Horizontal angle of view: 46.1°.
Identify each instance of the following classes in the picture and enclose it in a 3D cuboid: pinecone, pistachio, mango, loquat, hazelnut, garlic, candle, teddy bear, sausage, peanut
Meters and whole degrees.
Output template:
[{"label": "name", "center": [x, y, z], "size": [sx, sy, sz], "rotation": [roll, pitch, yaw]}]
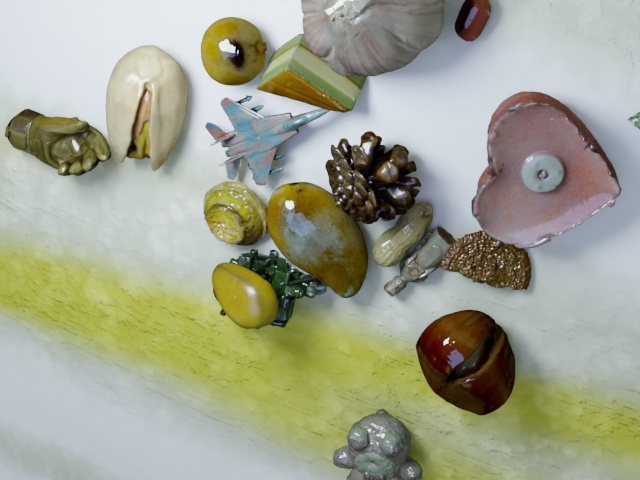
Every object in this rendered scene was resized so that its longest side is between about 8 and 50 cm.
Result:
[{"label": "pinecone", "center": [0.112, -0.136, 1.636], "size": [0.201, 0.229, 0.203], "rotation": [-5, 98, -23]}, {"label": "pistachio", "center": [-0.421, -0.319, 1.805], "size": [0.187, 0.187, 0.299], "rotation": [26, 123, 11]}, {"label": "mango", "center": [0.000, 0.000, 1.764], "size": [0.192, 0.146, 0.316], "rotation": [-32, 101, 26]}, {"label": "loquat", "center": [-0.198, -0.423, 1.688], "size": [0.163, 0.137, 0.163], "rotation": [11, 131, 12]}, {"label": "hazelnut", "center": [0.340, 0.272, 1.712], "size": [0.217, 0.217, 0.251], "rotation": [-32, 105, 28]}, {"label": "garlic", "center": [0.099, -0.466, 1.486], "size": [0.317, 0.259, 0.318], "rotation": [6, 107, 21]}, {"label": "mango", "center": [-0.181, 0.126, 1.783], "size": [0.195, 0.098, 0.137], "rotation": [49, 124, 20]}, {"label": "candle", "center": [0.464, -0.146, 1.541], "size": [0.287, 0.131, 0.317], "rotation": [7, 122, 12]}, {"label": "teddy bear", "center": [0.147, 0.570, 1.917], "size": [0.235, 0.151, 0.267], "rotation": [10, 109, 20]}, {"label": "sausage", "center": [0.309, -0.451, 1.522], "size": [0.054, 0.059, 0.094], "rotation": [7, 121, -29]}, {"label": "peanut", "center": [0.190, -0.015, 1.717], "size": [0.082, 0.082, 0.187], "rotation": [42, 118, 2]}]

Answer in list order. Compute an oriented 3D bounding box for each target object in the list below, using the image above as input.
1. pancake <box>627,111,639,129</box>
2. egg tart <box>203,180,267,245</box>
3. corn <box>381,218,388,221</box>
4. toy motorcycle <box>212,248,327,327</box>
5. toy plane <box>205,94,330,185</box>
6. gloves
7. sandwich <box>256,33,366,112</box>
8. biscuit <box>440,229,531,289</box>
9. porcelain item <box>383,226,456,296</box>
[{"label": "pancake", "center": [0.775, -0.275, 1.411], "size": [0.376, 0.054, 0.197], "rotation": [-9, 107, 22]}, {"label": "egg tart", "center": [-0.218, -0.054, 1.850], "size": [0.191, 0.074, 0.191], "rotation": [15, 132, 17]}, {"label": "corn", "center": [0.169, -0.072, 1.735], "size": [0.083, 0.027, 0.028], "rotation": [-45, 69, 28]}, {"label": "toy motorcycle", "center": [-0.131, 0.133, 1.875], "size": [0.275, 0.127, 0.205], "rotation": [20, 112, 17]}, {"label": "toy plane", "center": [-0.112, -0.252, 1.738], "size": [0.326, 0.104, 0.223], "rotation": [-18, 103, 22]}, {"label": "gloves", "center": [-0.657, -0.247, 1.934], "size": [0.331, 0.141, 0.154], "rotation": [20, 90, 24]}, {"label": "sandwich", "center": [-0.019, -0.354, 1.673], "size": [0.187, 0.117, 0.144], "rotation": [30, 161, -19]}, {"label": "biscuit", "center": [0.376, 0.040, 1.668], "size": [0.206, 0.025, 0.126], "rotation": [14, 109, -2]}, {"label": "porcelain item", "center": [0.223, 0.060, 1.749], "size": [0.084, 0.054, 0.213], "rotation": [45, 119, 1]}]
